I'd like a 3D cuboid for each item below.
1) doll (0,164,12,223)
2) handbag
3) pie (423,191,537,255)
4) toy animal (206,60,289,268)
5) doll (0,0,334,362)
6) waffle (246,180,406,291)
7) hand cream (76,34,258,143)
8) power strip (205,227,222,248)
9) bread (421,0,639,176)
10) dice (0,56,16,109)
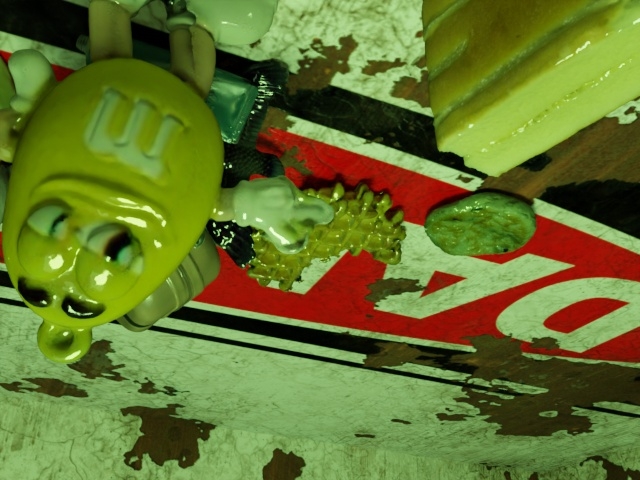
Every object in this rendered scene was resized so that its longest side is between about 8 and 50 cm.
[{"bbox_3d":[-0.476,-0.049,1.151,0.287,0.151,0.151,18,147,-32],"label":"doll"},{"bbox_3d":[-0.262,-0.033,0.971,0.302,0.149,0.283,58,151,-6],"label":"handbag"},{"bbox_3d":[0.269,-0.025,1.229,0.187,0.041,0.187,2,152,1],"label":"pie"},{"bbox_3d":[-0.143,-0.105,1.016,0.197,0.272,0.160,8,-178,8],"label":"toy animal"},{"bbox_3d":[-0.179,-0.113,0.780,0.348,0.423,0.161,-14,179,-12],"label":"doll"},{"bbox_3d":[0.000,0.000,1.226,0.293,0.069,0.260,-17,148,10],"label":"waffle"},{"bbox_3d":[-0.193,-0.199,0.906,0.224,0.083,0.048,22,-171,-11],"label":"hand cream"},{"bbox_3d":[-0.249,-0.037,1.239,0.253,0.054,0.167,10,148,-14],"label":"power strip"},{"bbox_3d":[0.209,-0.223,0.682,0.111,0.239,0.246,16,151,-34],"label":"bread"},{"bbox_3d":[-0.496,-0.170,0.896,0.166,0.169,0.169,-5,150,12],"label":"dice"}]
